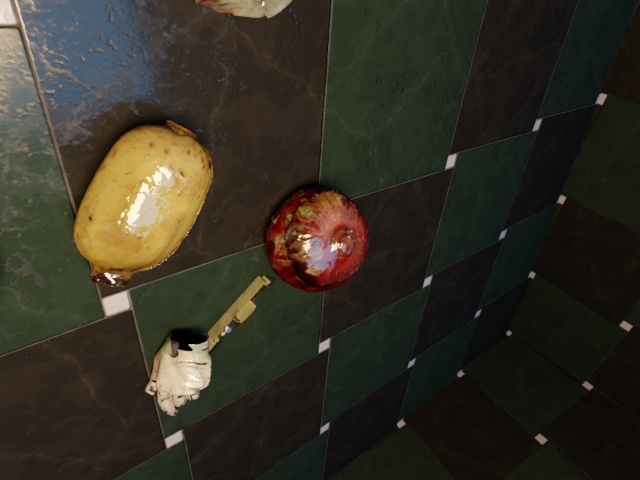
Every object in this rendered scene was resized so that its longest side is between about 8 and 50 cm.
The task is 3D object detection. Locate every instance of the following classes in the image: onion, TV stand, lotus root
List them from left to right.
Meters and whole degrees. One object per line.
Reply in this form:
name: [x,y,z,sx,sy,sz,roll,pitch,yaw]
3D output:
lotus root: [-0.281,-0.053,0.648,0.160,0.146,0.283,25,93,-30]
TV stand: [-0.205,0.184,0.972,0.249,0.036,0.042,-48,141,-5]
onion: [0.000,0.000,0.916,0.247,0.190,0.245,-9,107,-34]

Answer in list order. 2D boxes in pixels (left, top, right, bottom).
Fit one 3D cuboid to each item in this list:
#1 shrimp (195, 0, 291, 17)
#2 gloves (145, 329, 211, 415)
shrimp: [-0.122,-0.440,0.576,0.361,0.085,0.246,-30,142,-30]
gloves: [-0.307,0.303,0.893,0.128,0.111,0.211,7,102,-25]
